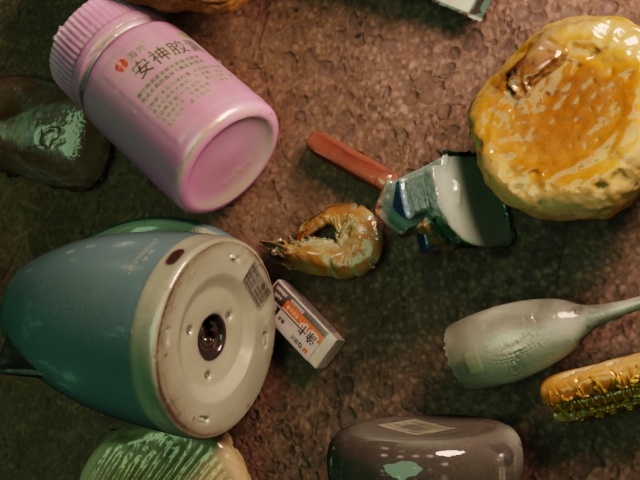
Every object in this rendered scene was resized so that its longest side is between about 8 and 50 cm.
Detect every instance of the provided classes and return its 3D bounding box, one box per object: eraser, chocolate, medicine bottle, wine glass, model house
[{"bbox_3d":[-0.026,0.108,1.691,0.122,0.029,0.052,44,107,25],"label":"eraser"},{"bbox_3d":[-0.418,-0.163,1.908,0.261,0.083,0.161,10,89,30],"label":"chocolate"},{"bbox_3d":[-0.210,-0.186,1.738,0.290,0.178,0.178,43,106,27],"label":"medicine bottle"},{"bbox_3d":[0.253,0.097,1.400,0.309,0.264,0.096,-20,85,27],"label":"wine glass"},{"bbox_3d":[0.128,-0.032,1.564,0.148,0.148,0.119,-17,82,41],"label":"model house"}]

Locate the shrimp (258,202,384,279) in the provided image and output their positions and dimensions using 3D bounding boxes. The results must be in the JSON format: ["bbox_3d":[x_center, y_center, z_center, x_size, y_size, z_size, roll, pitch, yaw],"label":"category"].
[{"bbox_3d":[0.000,0.000,1.680,0.180,0.041,0.099,0,84,30],"label":"shrimp"}]

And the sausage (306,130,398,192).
[{"bbox_3d":[0.040,-0.099,1.672,0.147,0.035,0.030,30,80,29],"label":"sausage"}]

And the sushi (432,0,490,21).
[{"bbox_3d":[0.108,-0.493,1.608,0.359,0.064,0.343,27,94,21],"label":"sushi"}]

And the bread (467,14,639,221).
[{"bbox_3d":[0.289,-0.133,1.478,0.244,0.134,0.245,-5,80,29],"label":"bread"}]

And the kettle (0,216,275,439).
[{"bbox_3d":[-0.243,0.082,1.695,0.342,0.319,0.247,6,130,34],"label":"kettle"}]

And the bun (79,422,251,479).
[{"bbox_3d":[-0.192,0.323,1.712,0.237,0.116,0.210,18,96,4],"label":"bun"}]

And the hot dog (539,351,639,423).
[{"bbox_3d":[0.329,0.164,1.463,0.165,0.071,0.045,-18,38,27],"label":"hot dog"}]

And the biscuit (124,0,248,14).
[{"bbox_3d":[-0.183,-0.420,1.754,0.273,0.049,0.257,18,67,21],"label":"biscuit"}]

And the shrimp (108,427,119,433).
[{"bbox_3d":[-0.262,0.198,1.808,0.219,0.046,0.152,24,94,27],"label":"shrimp"}]

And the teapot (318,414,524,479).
[{"bbox_3d":[0.088,0.354,1.505,0.305,0.223,0.285,-3,91,27],"label":"teapot"}]
